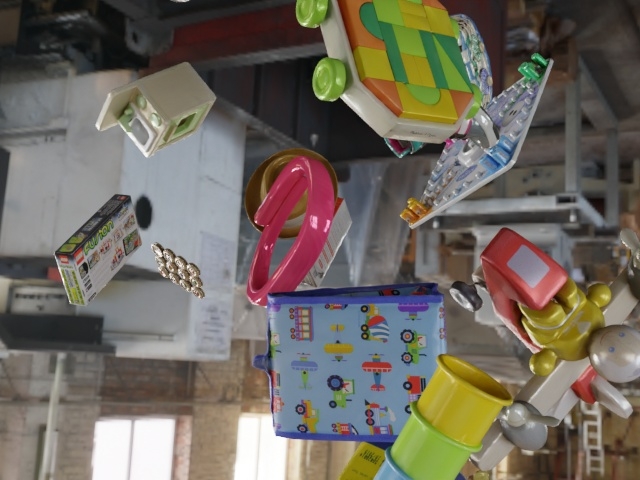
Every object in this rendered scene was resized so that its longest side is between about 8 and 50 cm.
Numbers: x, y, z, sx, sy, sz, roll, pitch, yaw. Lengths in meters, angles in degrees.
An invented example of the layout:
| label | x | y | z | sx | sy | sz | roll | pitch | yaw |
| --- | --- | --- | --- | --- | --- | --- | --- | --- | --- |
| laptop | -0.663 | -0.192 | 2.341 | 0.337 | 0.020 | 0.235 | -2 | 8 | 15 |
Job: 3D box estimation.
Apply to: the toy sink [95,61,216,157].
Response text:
| label | x | y | z | sx | sy | sz | roll | pitch | yaw |
| --- | --- | --- | --- | --- | --- | --- | --- | --- | --- |
| toy sink | -0.388 | -0.300 | 1.862 | 0.234 | 0.131 | 0.153 | -33 | 172 | -41 |

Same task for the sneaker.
| label | x | y | z | sx | sy | sz | roll | pitch | yaw |
| --- | --- | --- | --- | --- | --- | --- | --- | --- | --- |
| sneaker | 0.214 | -0.220 | 1.489 | 0.295 | 0.178 | 0.124 | 37 | -167 | -43 |

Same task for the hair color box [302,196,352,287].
| label | x | y | z | sx | sy | sz | roll | pitch | yaw |
| --- | --- | --- | --- | --- | --- | --- | --- | --- | --- |
| hair color box | 0.000 | 0.000 | 1.579 | 0.053 | 0.167 | 0.093 | 17 | 154 | 23 |

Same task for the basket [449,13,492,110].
| label | x | y | z | sx | sy | sz | roll | pitch | yaw |
| --- | --- | --- | --- | --- | --- | --- | --- | --- | --- |
| basket | 0.273 | -0.367 | 1.728 | 0.201 | 0.254 | 0.289 | -14 | -163 | 12 |

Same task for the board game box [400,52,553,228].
| label | x | y | z | sx | sy | sz | roll | pitch | yaw |
| --- | --- | --- | --- | --- | --- | --- | --- | --- | --- |
| board game box | 0.381 | -0.247 | 1.943 | 0.050 | 0.390 | 0.390 | 37 | 145 | -12 |

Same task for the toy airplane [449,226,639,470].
| label | x | y | z | sx | sy | sz | roll | pitch | yaw |
| --- | --- | --- | --- | --- | --- | --- | --- | --- | --- |
| toy airplane | 0.412 | 0.171 | 1.249 | 0.384 | 0.386 | 0.272 | -1 | -170 | -26 |

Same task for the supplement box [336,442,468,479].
| label | x | y | z | sx | sy | sz | roll | pitch | yaw |
| --- | --- | --- | --- | --- | --- | --- | --- | --- | --- |
| supplement box | 0.093 | 0.523 | 1.251 | 0.194 | 0.356 | 0.195 | 12 | 147 | 48 |

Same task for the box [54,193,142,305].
| label | x | y | z | sx | sy | sz | roll | pitch | yaw |
| --- | --- | --- | --- | --- | --- | --- | --- | --- | --- |
| box | -0.402 | 0.014 | 1.438 | 0.036 | 0.114 | 0.207 | 6 | -146 | 17 |

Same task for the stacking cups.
| label | x | y | z | sx | sy | sz | roll | pitch | yaw |
| --- | --- | --- | --- | --- | --- | --- | --- | --- | --- |
| stacking cups | 0.096 | 0.285 | 0.876 | 0.096 | 0.316 | 0.096 | 28 | -172 | -4 |

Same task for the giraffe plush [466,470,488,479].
| label | x | y | z | sx | sy | sz | roll | pitch | yaw |
| --- | --- | --- | --- | --- | --- | --- | --- | --- | --- |
| giraffe plush | 0.334 | 0.602 | 1.827 | 0.170 | 0.210 | 0.181 | -25 | 123 | 17 |

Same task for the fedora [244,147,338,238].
| label | x | y | z | sx | sy | sz | roll | pitch | yaw |
| --- | --- | --- | --- | --- | --- | --- | --- | --- | --- |
| fedora | -0.060 | -0.100 | 1.486 | 0.194 | 0.194 | 0.079 | 2 | 160 | 9 |

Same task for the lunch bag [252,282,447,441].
| label | x | y | z | sx | sy | sz | roll | pitch | yaw |
| --- | --- | --- | --- | --- | --- | --- | --- | --- | --- |
| lunch bag | 0.041 | 0.187 | 1.190 | 0.293 | 0.221 | 0.138 | -2 | -175 | 4 |

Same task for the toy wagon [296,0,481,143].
| label | x | y | z | sx | sy | sz | roll | pitch | yaw |
| --- | --- | --- | --- | --- | --- | --- | --- | --- | --- |
| toy wagon | 0.095 | -0.302 | 1.123 | 0.267 | 0.344 | 0.068 | 1 | 157 | -34 |

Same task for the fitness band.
| label | x | y | z | sx | sy | sz | roll | pitch | yaw |
| --- | --- | --- | --- | --- | --- | --- | --- | --- | --- |
| fitness band | -0.057 | -0.011 | 1.340 | 0.054 | 0.209 | 0.291 | 14 | 135 | -23 |

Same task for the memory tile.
| label | x | y | z | sx | sy | sz | roll | pitch | yaw |
| --- | --- | --- | --- | --- | --- | --- | --- | --- | --- |
| memory tile | -0.327 | 0.070 | 1.798 | 0.148 | 0.012 | 0.113 | 28 | 141 | 26 |
